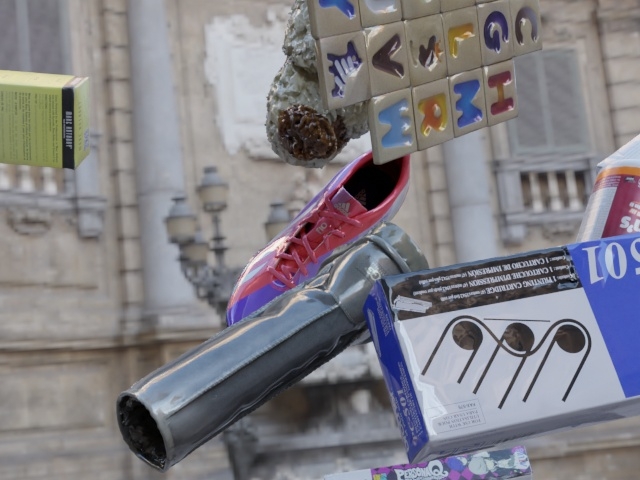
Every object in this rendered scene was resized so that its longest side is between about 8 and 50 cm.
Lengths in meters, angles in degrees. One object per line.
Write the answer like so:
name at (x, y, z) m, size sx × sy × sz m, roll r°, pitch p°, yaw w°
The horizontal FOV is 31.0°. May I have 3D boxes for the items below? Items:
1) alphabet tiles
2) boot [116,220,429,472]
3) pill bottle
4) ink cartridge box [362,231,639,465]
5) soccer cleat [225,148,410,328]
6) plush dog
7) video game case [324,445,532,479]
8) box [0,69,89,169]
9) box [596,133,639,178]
alphabet tiles at (0.100, -0.228, 1.008) m, size 0.011 × 0.285 × 0.343 m, roll 4°, pitch 17°, yaw 40°
boot at (-0.037, 0.080, 0.764) m, size 0.208 × 0.076 × 0.189 m, roll -40°, pitch -11°, yaw -21°
pill bottle at (0.371, 0.021, 1.418) m, size 0.121 × 0.221 × 0.121 m, roll 19°, pitch -21°, yaw 8°
ink cartridge box at (0.137, 0.055, 0.649) m, size 0.207 × 0.097 × 0.046 m, roll -9°, pitch -25°, yaw -15°
soccer cleat at (0.000, 0.000, 1.374) m, size 0.318 × 0.109 × 0.116 m, roll -47°, pitch -9°, yaw -27°
plush dog at (0.013, -0.183, 1.245) m, size 0.211 × 0.225 × 0.262 m, roll 27°, pitch 10°, yaw 7°
video game case at (0.120, 0.316, 1.236) m, size 0.210 × 0.041 × 0.232 m, roll -9°, pitch -47°, yaw 1°
box at (-0.350, -0.126, 1.146) m, size 0.232 × 0.087 × 0.058 m, roll 3°, pitch 20°, yaw 2°
box at (0.621, -0.114, 1.759) m, size 0.232 × 0.058 × 0.322 m, roll -33°, pitch 34°, yaw -34°
